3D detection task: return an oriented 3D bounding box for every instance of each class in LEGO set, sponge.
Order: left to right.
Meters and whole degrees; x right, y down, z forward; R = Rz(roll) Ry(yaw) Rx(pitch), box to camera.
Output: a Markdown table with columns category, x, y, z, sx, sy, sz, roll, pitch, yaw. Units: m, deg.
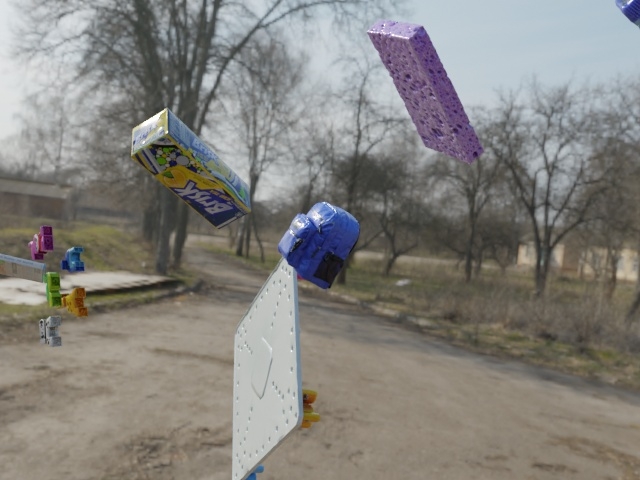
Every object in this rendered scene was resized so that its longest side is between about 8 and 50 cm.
| category | x | y | z | sx | sy | sz | roll | pitch | yaw |
| --- | --- | --- | --- | --- | --- | --- | --- | --- | --- |
| LEGO set | -0.508 | 0.095 | 1.327 | 0.087 | 0.227 | 0.093 | 2 | -14 | -45 |
| sponge | 0.144 | -0.204 | 0.945 | 0.210 | 0.031 | 0.117 | 55 | -8 | -32 |

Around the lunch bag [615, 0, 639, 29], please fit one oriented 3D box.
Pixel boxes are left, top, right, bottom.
| category | x | y | z | sx | sy | sz | roll | pitch | yaw |
| --- | --- | --- | --- | --- | --- | --- | --- | --- | --- |
| lunch bag | 0.302 | -0.165 | 0.467 | 0.221 | 0.293 | 0.138 | 33 | -45 | -11 |

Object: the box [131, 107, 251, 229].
| category | x | y | z | sx | sy | sz | roll | pitch | yaw |
| --- | --- | --- | --- | --- | --- | --- | --- | --- | --- |
| box | -0.161 | -0.087 | 0.874 | 0.059 | 0.054 | 0.169 | -27 | -44 | 19 |

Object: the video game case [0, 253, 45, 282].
| category | x | y | z | sx | sy | sz | roll | pitch | yaw |
| --- | --- | --- | --- | --- | --- | --- | --- | --- | --- |
| video game case | -0.665 | 0.051 | 1.437 | 0.166 | 0.015 | 0.119 | 15 | -22 | -18 |

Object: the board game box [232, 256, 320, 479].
| category | x | y | z | sx | sy | sz | roll | pitch | yaw |
| --- | --- | --- | --- | --- | --- | --- | --- | --- | --- |
| board game box | -0.105 | 0.275 | 1.466 | 0.050 | 0.390 | 0.390 | 12 | -39 | -20 |

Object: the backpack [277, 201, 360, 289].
| category | x | y | z | sx | sy | sz | roll | pitch | yaw |
| --- | --- | --- | --- | --- | --- | --- | --- | --- | --- |
| backpack | 0.000 | 0.000 | 1.083 | 0.101 | 0.120 | 0.098 | 29 | 9 | -34 |
